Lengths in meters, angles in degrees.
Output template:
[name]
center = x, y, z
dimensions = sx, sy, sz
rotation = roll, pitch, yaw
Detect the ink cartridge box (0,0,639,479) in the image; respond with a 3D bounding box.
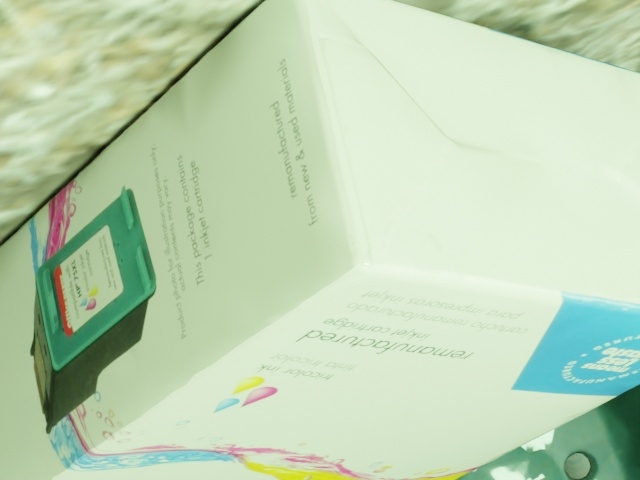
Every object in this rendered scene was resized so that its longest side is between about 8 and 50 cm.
[ink cartridge box]
center = -0.018, 0.032, 0.457
dimensions = 0.134, 0.078, 0.231
rotation = 9, 147, -38

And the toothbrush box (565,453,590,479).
[toothbrush box]
center = 0.224, 0.193, 1.142
dimensions = 0.295, 0.216, 0.126
rotation = -5, 156, -46

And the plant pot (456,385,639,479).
[plant pot]
center = 0.110, 0.147, 0.795
dimensions = 0.248, 0.247, 0.252
rotation = -22, -178, -1
